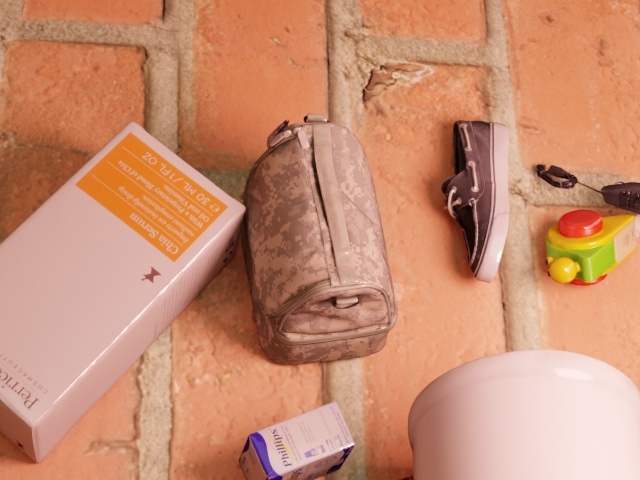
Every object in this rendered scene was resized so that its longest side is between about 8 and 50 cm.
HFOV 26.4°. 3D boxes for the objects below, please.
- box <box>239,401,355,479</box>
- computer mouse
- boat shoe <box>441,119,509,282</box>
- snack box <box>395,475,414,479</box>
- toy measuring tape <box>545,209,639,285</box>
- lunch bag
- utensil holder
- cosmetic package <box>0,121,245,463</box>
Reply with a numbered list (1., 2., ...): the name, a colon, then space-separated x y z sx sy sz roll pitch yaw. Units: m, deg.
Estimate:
1. box: -0.035 0.299 1.920 0.137 0.126 0.072 -19 69 -18
2. computer mouse: 0.453 -0.093 2.199 0.242 0.041 0.071 21 29 34
3. boat shoe: 0.242 -0.069 2.175 0.102 0.108 0.301 9 59 -5
4. snack box: 0.058 0.440 1.895 0.207 0.070 0.174 -12 65 -15
5. toy measuring tape: 0.453 -0.015 2.198 0.121 0.121 0.330 45 48 14
6. lunch bag: 0.000 0.000 2.008 0.212 0.256 0.305 -4 63 -12
7. utensil holder: 0.279 0.389 1.770 0.327 0.327 0.385 8 48 -6
8. cosmetic package: -0.339 0.067 1.967 0.230 0.161 0.453 37 63 10
